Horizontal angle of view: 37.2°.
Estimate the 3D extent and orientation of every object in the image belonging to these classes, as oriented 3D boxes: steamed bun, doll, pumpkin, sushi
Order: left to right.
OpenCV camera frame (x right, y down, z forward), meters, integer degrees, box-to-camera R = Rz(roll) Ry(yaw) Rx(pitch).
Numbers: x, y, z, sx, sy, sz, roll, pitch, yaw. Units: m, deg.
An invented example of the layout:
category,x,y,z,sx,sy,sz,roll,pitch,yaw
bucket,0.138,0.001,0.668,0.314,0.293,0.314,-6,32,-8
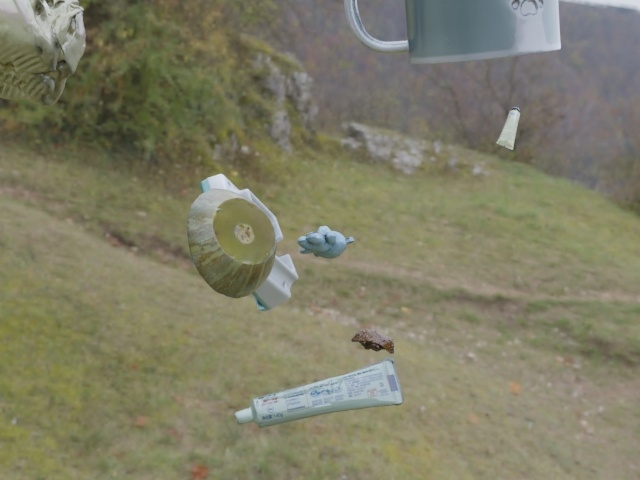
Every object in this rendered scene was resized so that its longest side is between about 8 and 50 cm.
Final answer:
category,x,y,z,sx,sy,sz,roll,pitch,yaw
steamed bun,-0.583,-0.412,1.798,0.280,0.207,0.268,13,-29,1
pumpkin,-0.146,-0.005,1.791,0.217,0.218,0.110,3,-13,-42
doll,0.000,-0.004,2.404,0.120,0.075,0.179,-16,-23,25
sushi,0.120,0.228,2.150,0.099,0.047,0.050,18,-10,13

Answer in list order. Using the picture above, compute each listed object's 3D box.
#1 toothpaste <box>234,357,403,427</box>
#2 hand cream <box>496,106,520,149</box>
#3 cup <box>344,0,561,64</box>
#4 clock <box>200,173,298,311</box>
category,x,y,z,sx,sy,sz,roll,pitch,yaw
toothpaste,-0.003,0.249,1.503,0.268,0.047,0.069,-12,43,-8
hand cream,0.374,-0.222,1.880,0.035,0.102,0.022,21,-30,0
cup,0.214,-0.439,1.588,0.356,0.275,0.259,-4,12,6
clock,-0.156,-0.002,2.155,0.116,0.262,0.231,-25,-29,4
